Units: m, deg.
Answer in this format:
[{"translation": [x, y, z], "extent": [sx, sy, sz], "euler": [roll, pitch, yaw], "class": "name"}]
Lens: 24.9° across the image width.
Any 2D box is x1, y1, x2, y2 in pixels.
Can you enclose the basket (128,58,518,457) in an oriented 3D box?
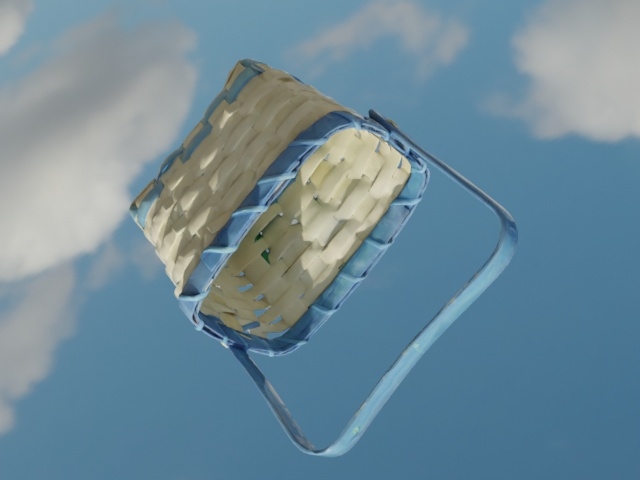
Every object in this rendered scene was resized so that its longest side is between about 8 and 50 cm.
[{"translation": [0.000, 0.000, 1.216], "extent": [0.255, 0.201, 0.289], "euler": [-49, -126, 12], "class": "basket"}]
